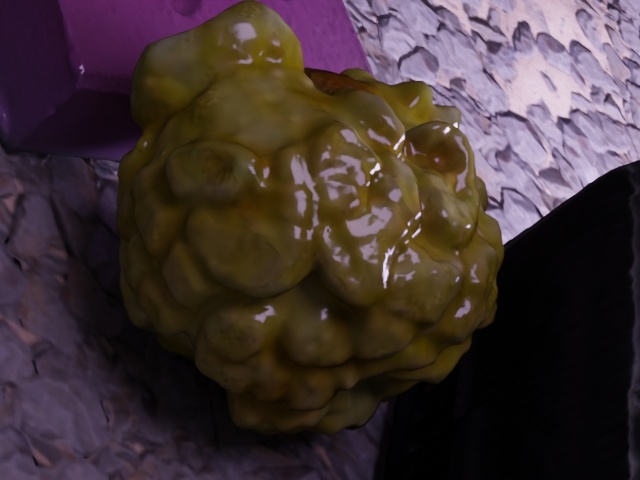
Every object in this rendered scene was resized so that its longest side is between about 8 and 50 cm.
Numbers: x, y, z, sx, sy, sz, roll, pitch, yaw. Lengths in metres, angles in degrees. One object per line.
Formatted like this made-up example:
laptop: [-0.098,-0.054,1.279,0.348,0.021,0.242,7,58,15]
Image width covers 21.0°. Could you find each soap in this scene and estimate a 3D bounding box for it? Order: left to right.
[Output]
soap: [-0.093,-0.134,1.033,0.259,0.081,0.181,6,55,-47]

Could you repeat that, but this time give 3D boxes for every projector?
projector: [0.242,0.213,0.962,0.405,0.242,0.395,37,37,-19]

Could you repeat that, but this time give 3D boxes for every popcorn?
popcorn: [-0.005,-0.011,0.927,0.235,0.181,0.216,-10,70,-53]
